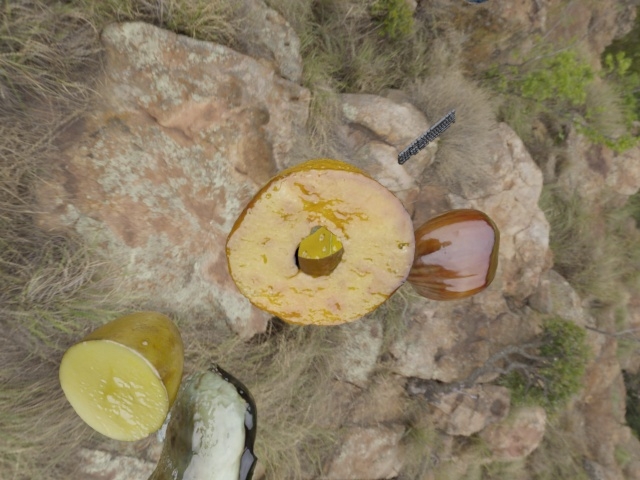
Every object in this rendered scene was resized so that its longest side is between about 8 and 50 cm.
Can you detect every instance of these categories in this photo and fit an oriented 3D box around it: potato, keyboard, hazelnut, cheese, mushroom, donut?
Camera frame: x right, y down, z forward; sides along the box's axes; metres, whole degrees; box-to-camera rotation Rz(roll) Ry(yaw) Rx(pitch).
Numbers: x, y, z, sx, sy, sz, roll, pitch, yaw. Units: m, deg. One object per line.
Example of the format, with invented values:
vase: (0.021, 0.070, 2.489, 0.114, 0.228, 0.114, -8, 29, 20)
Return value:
potato: (-0.285, 0.186, 0.728, 0.178, 0.158, 0.204, 15, 123, 7)
keyboard: (0.283, -0.273, 1.228, 0.195, 0.060, 0.018, -40, 70, -1)
hazelnut: (0.262, 0.021, 0.940, 0.210, 0.210, 0.186, 36, 64, -12)
cheese: (-0.010, 0.034, 1.192, 0.126, 0.171, 0.093, 37, 48, -46)
mushroom: (-0.255, 0.428, 0.909, 0.247, 0.130, 0.344, 25, 87, 23)
donut: (0.000, 0.000, 0.752, 0.302, 0.110, 0.303, 0, 123, 0)

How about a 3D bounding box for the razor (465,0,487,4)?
razor: (0.198, -0.280, 0.484, 0.068, 0.191, 0.037, 18, 94, -14)
